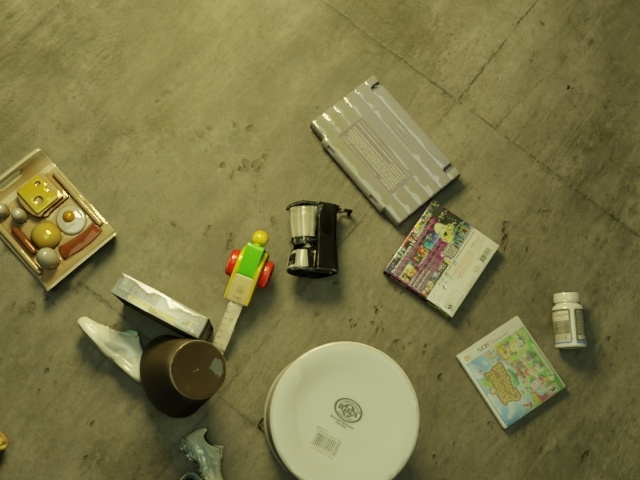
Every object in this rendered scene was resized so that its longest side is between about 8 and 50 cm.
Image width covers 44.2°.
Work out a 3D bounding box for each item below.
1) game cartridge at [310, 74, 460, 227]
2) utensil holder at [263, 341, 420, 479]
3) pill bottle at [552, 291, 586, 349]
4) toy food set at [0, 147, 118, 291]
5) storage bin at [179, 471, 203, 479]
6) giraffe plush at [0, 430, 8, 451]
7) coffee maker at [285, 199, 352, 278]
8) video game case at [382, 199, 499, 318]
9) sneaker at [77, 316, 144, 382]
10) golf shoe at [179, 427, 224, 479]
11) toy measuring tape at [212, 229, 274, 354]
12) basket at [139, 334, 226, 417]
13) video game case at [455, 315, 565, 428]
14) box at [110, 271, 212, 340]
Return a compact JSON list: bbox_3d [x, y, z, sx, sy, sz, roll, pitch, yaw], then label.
[{"bbox_3d":[0.164,-0.232,2.056,0.230,0.068,0.355,-39,83,-7],"label":"game cartridge"},{"bbox_3d":[0.038,0.388,1.734,0.327,0.385,0.328,1,76,-4],"label":"utensil holder"},{"bbox_3d":[0.623,0.202,1.976,0.078,0.078,0.137,1,77,-4],"label":"pill bottle"},{"bbox_3d":[-0.679,-0.053,1.935,0.219,0.092,0.306,-42,84,-11],"label":"toy food set"},{"bbox_3d":[-0.288,0.614,1.802,0.135,0.091,0.098,41,58,6],"label":"storage bin"},{"bbox_3d":[-0.838,0.504,1.772,0.181,0.210,0.170,39,106,2],"label":"giraffe plush"},{"bbox_3d":[0.000,0.000,1.957,0.171,0.120,0.178,0,78,-5],"label":"coffee maker"},{"bbox_3d":[0.308,0.047,2.007,0.210,0.042,0.232,34,77,4],"label":"video game case"},{"bbox_3d":[-0.485,0.243,1.896,0.212,0.080,0.094,42,70,-3],"label":"sneaker"},{"bbox_3d":[-0.253,0.521,1.848,0.086,0.069,0.176,-35,83,-17],"label":"golf shoe"},{"bbox_3d":[-0.195,0.128,1.942,0.121,0.121,0.330,21,99,1],"label":"toy measuring tape"},{"bbox_3d":[-0.308,0.300,1.789,0.154,0.227,0.205,-22,86,-28],"label":"basket"},{"bbox_3d":[0.474,0.327,1.964,0.193,0.023,0.212,-31,81,-10],"label":"video game case"},{"bbox_3d":[-0.369,0.167,1.860,0.231,0.183,0.056,28,77,2],"label":"box"}]
